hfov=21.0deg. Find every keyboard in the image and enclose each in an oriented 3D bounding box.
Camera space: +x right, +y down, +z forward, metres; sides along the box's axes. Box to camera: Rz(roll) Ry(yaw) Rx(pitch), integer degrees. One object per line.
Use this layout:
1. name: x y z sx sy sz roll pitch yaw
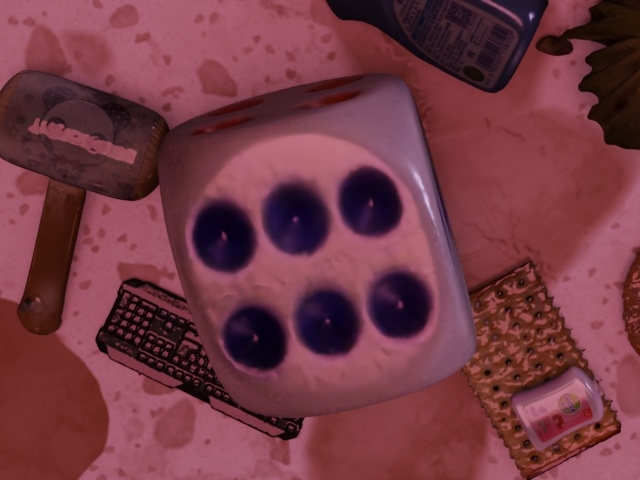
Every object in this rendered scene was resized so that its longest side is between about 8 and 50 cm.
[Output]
1. keyboard: -0.129 0.140 2.002 0.262 0.016 0.106 26 103 -2

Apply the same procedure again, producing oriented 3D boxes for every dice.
1. dice: 0.000 0.000 1.817 0.277 0.304 0.304 -13 101 7

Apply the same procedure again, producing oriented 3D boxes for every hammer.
1. hammer: -0.293 -0.029 1.942 0.202 0.113 0.305 19 111 2

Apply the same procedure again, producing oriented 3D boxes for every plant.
1. plant: 0.355 -0.191 1.737 0.180 0.333 0.251 -42 85 -3

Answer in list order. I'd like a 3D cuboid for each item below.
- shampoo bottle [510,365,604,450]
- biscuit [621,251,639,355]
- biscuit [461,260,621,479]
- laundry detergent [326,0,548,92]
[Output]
1. shampoo bottle: 0.274 0.187 1.957 0.099 0.043 0.072 -27 101 10
2. biscuit: 0.448 0.067 1.943 0.220 0.033 0.220 0 102 2
3. biscuit: 0.239 0.151 1.982 0.139 0.016 0.231 -29 99 10
4. laundry detergent: 0.093 -0.271 1.846 0.290 0.143 0.094 27 59 0
